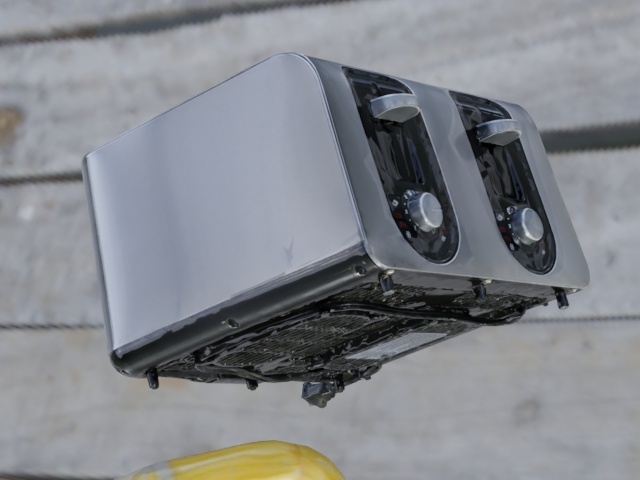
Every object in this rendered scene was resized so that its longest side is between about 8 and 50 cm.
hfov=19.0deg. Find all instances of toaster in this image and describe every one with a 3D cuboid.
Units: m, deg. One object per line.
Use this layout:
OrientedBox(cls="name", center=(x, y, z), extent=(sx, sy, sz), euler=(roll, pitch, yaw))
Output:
OrientedBox(cls="toaster", center=(0.000, 0.000, 0.855), extent=(0.185, 0.168, 0.110), euler=(-24, 70, 36))

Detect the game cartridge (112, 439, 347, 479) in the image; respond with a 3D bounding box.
OrientedBox(cls="game cartridge", center=(-0.031, 0.207, 0.520), extent=(0.323, 0.052, 0.285), euler=(145, 115, -73))
